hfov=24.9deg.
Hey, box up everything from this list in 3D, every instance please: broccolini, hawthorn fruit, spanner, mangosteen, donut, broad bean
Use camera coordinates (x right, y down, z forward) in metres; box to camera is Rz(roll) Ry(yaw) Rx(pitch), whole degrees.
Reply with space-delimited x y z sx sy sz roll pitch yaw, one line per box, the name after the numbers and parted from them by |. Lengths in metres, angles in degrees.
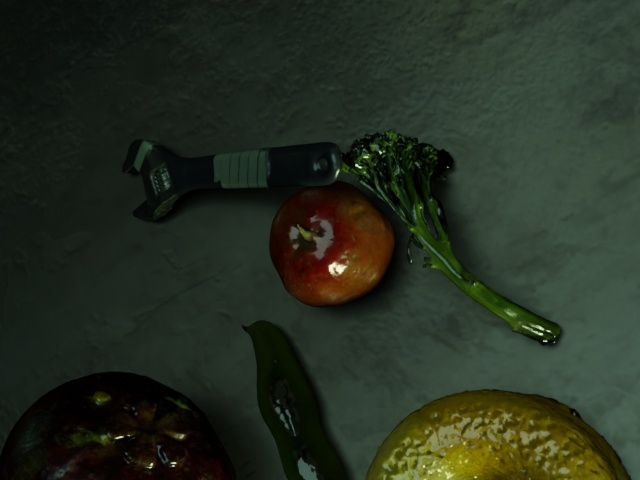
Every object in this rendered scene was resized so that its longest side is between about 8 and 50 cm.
0.134 -0.008 1.384 0.271 0.062 0.123 46 54 9 | broccolini
0.001 0.003 1.403 0.125 0.140 0.125 7 100 51 | hawthorn fruit
-0.095 -0.064 1.451 0.316 0.024 0.087 0 87 43 | spanner
-0.210 0.255 1.398 0.289 0.231 0.231 -45 60 48 | mangosteen
0.135 0.204 1.311 0.259 0.101 0.152 -21 65 11 | donut
-0.011 0.205 1.401 0.060 0.043 0.297 -26 69 -4 | broad bean
